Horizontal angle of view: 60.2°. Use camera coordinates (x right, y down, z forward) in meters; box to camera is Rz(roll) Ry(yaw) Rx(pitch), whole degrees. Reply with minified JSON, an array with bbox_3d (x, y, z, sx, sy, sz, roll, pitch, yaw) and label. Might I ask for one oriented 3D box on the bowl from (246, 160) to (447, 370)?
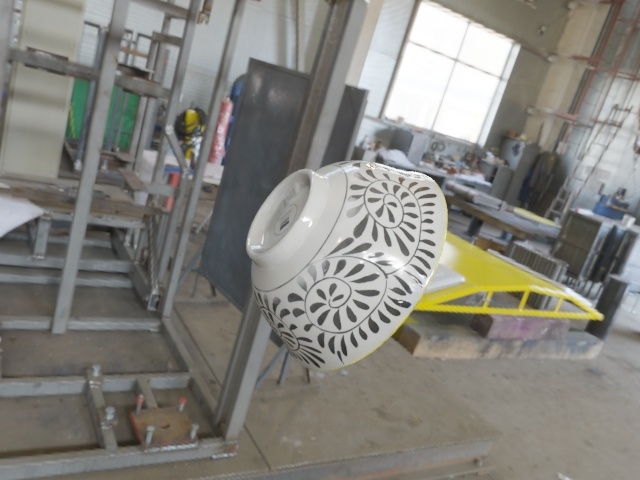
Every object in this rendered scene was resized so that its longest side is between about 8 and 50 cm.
[{"bbox_3d":[0.000,0.000,0.400,0.080,0.170,0.170,35,5,-28],"label":"bowl"}]
